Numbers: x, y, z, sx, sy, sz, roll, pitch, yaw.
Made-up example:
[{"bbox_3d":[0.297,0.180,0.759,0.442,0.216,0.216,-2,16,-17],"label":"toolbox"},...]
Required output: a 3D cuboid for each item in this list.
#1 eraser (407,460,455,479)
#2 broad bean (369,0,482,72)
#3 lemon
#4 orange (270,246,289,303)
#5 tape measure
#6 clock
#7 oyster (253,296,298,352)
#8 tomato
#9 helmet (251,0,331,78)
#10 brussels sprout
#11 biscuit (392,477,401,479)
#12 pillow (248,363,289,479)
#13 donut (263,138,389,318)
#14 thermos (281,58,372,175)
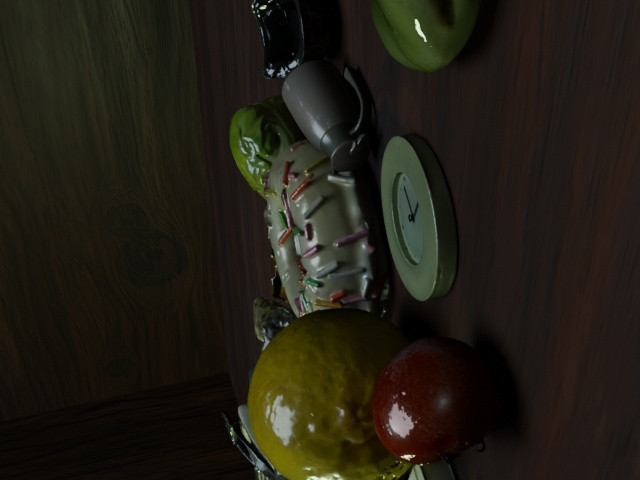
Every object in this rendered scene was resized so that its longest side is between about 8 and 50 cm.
[{"bbox_3d":[0.168,0.419,1.381,0.225,0.052,0.095,97,161,-55],"label":"eraser"},{"bbox_3d":[0.111,-0.281,0.971,0.263,0.121,0.189,40,-147,-87],"label":"broad bean"},{"bbox_3d":[0.030,0.241,1.328,0.297,0.297,0.297,169,90,-77],"label":"lemon"},{"bbox_3d":[-0.051,0.063,1.894,0.170,0.112,0.160,-64,-28,-51],"label":"orange"},{"bbox_3d":[-0.051,0.435,1.836,0.133,0.271,0.231,92,163,-45],"label":"tape measure"},{"bbox_3d":[0.133,-0.032,1.230,0.235,0.029,0.235,171,90,-78],"label":"clock"},{"bbox_3d":[-0.031,0.219,1.660,0.341,0.166,0.110,53,-160,24],"label":"oyster"},{"bbox_3d":[0.142,0.196,1.090,0.167,0.167,0.167,169,90,-77],"label":"tomato"},{"bbox_3d":[-0.034,-0.357,1.507,0.177,0.107,0.153,-5,93,58],"label":"helmet"},{"bbox_3d":[-0.103,-0.184,1.799,0.223,0.161,0.223,176,90,-81],"label":"brussels sprout"},{"bbox_3d":[0.051,0.577,1.575,0.057,0.312,0.351,31,128,11],"label":"biscuit"},{"bbox_3d":[-0.005,0.343,1.715,0.101,0.228,0.326,46,-159,-49],"label":"pillow"},{"bbox_3d":[0.000,0.000,1.563,0.382,0.142,0.382,168,90,-77],"label":"donut"},{"bbox_3d":[0.025,-0.204,1.411,0.137,0.105,0.193,-52,44,30],"label":"thermos"}]
